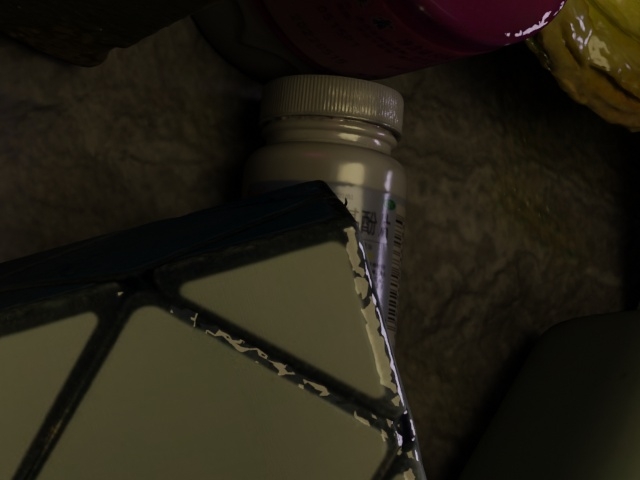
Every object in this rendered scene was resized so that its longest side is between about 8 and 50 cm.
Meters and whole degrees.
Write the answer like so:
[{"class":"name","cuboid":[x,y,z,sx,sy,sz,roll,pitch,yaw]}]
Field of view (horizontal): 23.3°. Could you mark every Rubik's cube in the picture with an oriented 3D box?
[{"class":"Rubik's cube","cuboid":[-0.060,0.097,0.780,0.205,0.205,0.207,-16,97,-1]}]

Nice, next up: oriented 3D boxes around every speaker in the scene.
[{"class":"speaker","cuboid":[0.279,0.236,1.108,0.406,0.183,0.184,47,54,-26]}]

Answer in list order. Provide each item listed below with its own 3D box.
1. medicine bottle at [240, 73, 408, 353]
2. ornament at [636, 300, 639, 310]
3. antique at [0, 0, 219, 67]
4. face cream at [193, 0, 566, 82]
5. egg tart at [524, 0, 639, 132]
[{"class":"medicine bottle","cuboid":[0.000,0.000,0.946,0.103,0.103,0.186,12,79,-38]},{"class":"ornament","cuboid":[0.424,-0.006,1.140,0.239,0.240,0.240,-16,131,-42]},{"class":"antique","cuboid":[-0.092,-0.182,0.772,0.150,0.284,0.125,18,75,-35]},{"class":"face cream","cuboid":[0.032,-0.185,0.930,0.175,0.195,0.175,6,81,-39]},{"class":"egg tart","cuboid":[0.204,-0.242,1.112,0.345,0.132,0.345,4,84,-40]}]
